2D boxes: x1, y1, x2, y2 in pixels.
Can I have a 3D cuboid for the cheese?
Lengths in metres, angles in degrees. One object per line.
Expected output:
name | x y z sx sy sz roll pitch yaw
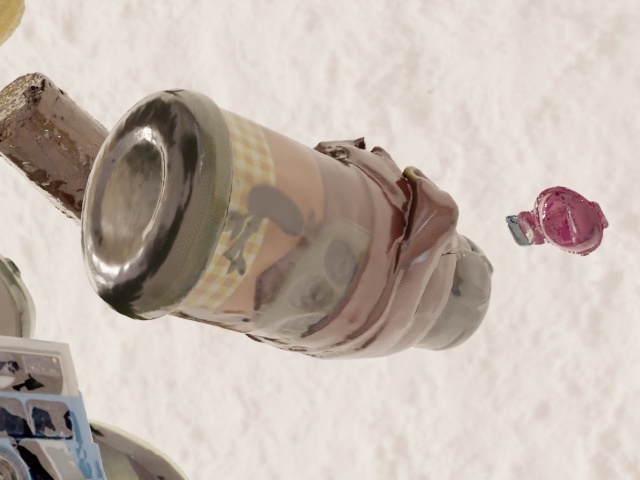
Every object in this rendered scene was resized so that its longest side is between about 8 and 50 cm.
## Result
cheese | 0.277 -0.019 1.306 0.145 0.038 0.095 -12 111 53

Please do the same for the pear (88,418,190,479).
pear | -0.301 0.380 1.386 0.398 0.165 0.399 2 105 7

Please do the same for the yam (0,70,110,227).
yam | -0.289 -0.082 1.382 0.131 0.131 0.280 -12 135 37

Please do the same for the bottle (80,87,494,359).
bottle | 0.000 0.000 0.687 0.156 0.271 0.143 -17 63 47

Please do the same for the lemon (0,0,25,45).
lemon | -0.559 -0.371 1.706 0.231 0.192 0.192 -44 68 -1

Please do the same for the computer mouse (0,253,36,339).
computer mouse | -0.463 0.145 1.408 0.197 0.095 0.331 42 125 19

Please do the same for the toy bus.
toy bus | -0.283 0.121 0.684 0.106 0.297 0.131 -34 59 32
